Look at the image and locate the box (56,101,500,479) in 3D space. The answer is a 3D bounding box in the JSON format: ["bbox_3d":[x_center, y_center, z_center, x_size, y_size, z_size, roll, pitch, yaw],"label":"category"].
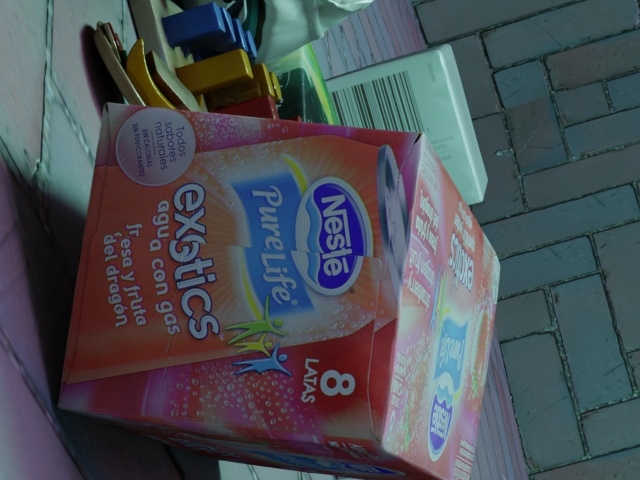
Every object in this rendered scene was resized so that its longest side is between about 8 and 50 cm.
[{"bbox_3d":[-0.006,0.040,0.969,0.300,0.154,0.142,46,51,-75],"label":"box"}]

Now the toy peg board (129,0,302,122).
[{"bbox_3d":[-0.053,-0.089,1.289,0.161,0.079,0.160,23,52,-80],"label":"toy peg board"}]

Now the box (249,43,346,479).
[{"bbox_3d":[0.000,0.000,1.550,0.322,0.058,0.232,-95,167,-56],"label":"box"}]

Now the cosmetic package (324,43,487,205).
[{"bbox_3d":[0.071,-0.098,1.885,0.183,0.151,0.151,-46,120,-79],"label":"cosmetic package"}]

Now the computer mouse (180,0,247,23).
[{"bbox_3d":[-0.079,-0.189,1.345,0.193,0.042,0.106,109,-44,-78],"label":"computer mouse"}]

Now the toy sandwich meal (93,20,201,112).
[{"bbox_3d":[-0.098,-0.093,1.100,0.085,0.029,0.085,59,3,-4],"label":"toy sandwich meal"}]

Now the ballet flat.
[{"bbox_3d":[-0.004,-0.226,1.418,0.400,0.139,0.139,96,-19,-74],"label":"ballet flat"}]
